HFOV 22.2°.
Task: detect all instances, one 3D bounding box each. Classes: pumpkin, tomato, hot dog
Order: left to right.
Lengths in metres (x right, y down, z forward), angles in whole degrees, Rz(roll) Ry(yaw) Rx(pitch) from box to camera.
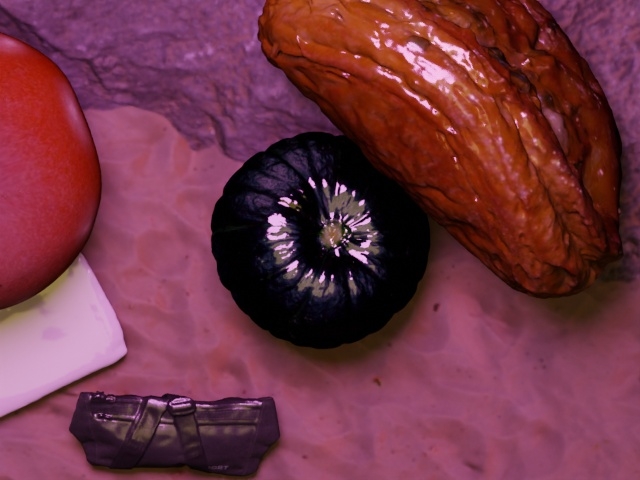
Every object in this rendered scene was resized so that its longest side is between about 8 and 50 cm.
[{"bbox_3d":[-0.317,-0.059,1.424,0.256,0.224,0.255,-1,96,-12],"label":"tomato"},{"bbox_3d":[0.000,0.000,1.483,0.202,0.140,0.202,1,84,-12],"label":"pumpkin"},{"bbox_3d":[0.127,-0.118,1.425,0.387,0.267,0.174,42,121,-4],"label":"hot dog"}]

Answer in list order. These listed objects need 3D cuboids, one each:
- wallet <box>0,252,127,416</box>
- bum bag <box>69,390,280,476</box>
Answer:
[{"bbox_3d":[-0.283,0.090,1.532,0.183,0.032,0.124,-27,97,-1],"label":"wallet"},{"bbox_3d":[-0.137,0.179,1.541,0.198,0.049,0.087,3,113,-6],"label":"bum bag"}]
